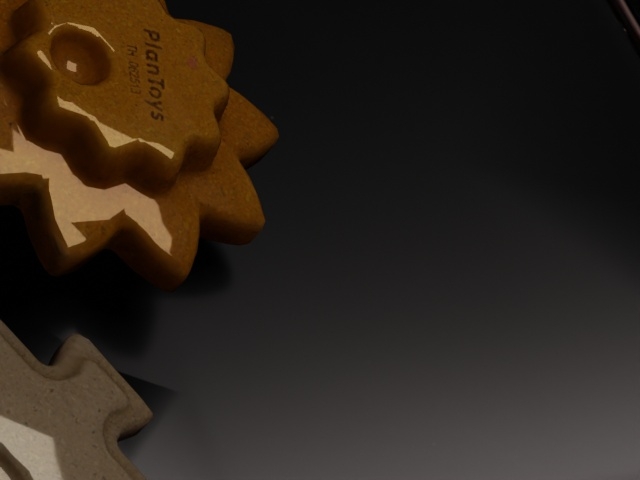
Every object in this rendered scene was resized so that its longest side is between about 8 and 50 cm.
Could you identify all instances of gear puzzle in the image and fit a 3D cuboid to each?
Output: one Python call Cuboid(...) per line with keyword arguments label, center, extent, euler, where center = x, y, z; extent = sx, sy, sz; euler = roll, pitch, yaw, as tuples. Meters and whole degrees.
Cuboid(label="gear puzzle", center=(-0.099, 0.032, 0.315), extent=(0.175, 0.044, 0.339), euler=(47, 42, 1))

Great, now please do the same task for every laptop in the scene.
Cuboid(label="laptop", center=(0.000, 0.000, 0.569), extent=(0.382, 0.236, 0.408), euler=(66, 6, 25))
